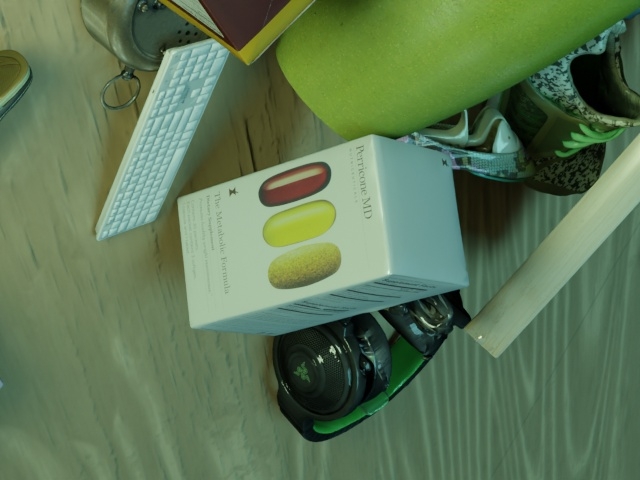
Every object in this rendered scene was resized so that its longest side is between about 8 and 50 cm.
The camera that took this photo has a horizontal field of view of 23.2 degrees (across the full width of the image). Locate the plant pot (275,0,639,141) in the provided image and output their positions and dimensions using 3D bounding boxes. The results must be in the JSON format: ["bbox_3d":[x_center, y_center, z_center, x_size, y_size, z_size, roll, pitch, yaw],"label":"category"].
[{"bbox_3d":[0.108,-0.229,1.427,0.293,0.275,0.275,-42,149,21],"label":"plant pot"}]

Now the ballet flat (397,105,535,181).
[{"bbox_3d":[0.154,-0.111,1.697,0.221,0.077,0.079,4,119,-28],"label":"ballet flat"}]

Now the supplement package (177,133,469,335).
[{"bbox_3d":[0.000,0.000,1.497,0.244,0.139,0.134,-17,164,35],"label":"supplement package"}]

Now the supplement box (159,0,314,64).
[{"bbox_3d":[-0.064,-0.278,1.172,0.191,0.129,0.194,-46,142,-7],"label":"supplement box"}]

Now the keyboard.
[{"bbox_3d":[-0.143,-0.090,1.413,0.072,0.014,0.256,-16,150,-36],"label":"keyboard"}]

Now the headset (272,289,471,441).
[{"bbox_3d":[0.076,0.118,1.767,0.243,0.185,0.394,-35,155,-19],"label":"headset"}]

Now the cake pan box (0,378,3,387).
[{"bbox_3d":[-0.427,0.133,1.331,0.267,0.070,0.246,-41,147,-11],"label":"cake pan box"}]

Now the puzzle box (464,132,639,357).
[{"bbox_3d":[0.337,-0.057,1.750,0.409,0.052,0.272,-51,173,24],"label":"puzzle box"}]

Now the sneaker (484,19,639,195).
[{"bbox_3d":[0.283,-0.150,1.731,0.158,0.182,0.410,-42,147,-9],"label":"sneaker"}]

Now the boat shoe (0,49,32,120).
[{"bbox_3d":[-0.293,-0.095,1.269,0.152,0.056,0.049,-38,151,2],"label":"boat shoe"}]

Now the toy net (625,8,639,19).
[{"bbox_3d":[0.318,-0.351,1.628,0.122,0.045,0.232,-1,91,-55],"label":"toy net"}]

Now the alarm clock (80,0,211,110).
[{"bbox_3d":[-0.143,-0.191,1.332,0.129,0.064,0.192,-4,129,-46],"label":"alarm clock"}]
